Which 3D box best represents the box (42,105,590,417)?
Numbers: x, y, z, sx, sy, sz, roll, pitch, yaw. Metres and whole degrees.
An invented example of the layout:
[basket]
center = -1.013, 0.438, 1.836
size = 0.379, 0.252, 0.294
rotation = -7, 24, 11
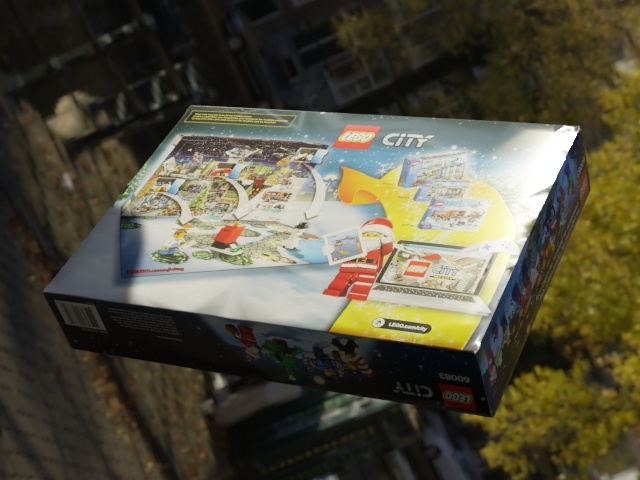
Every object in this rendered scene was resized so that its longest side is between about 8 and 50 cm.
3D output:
[box]
center = 0.000, 0.000, 0.635
size = 0.159, 0.233, 0.044
rotation = -57, 142, -40
